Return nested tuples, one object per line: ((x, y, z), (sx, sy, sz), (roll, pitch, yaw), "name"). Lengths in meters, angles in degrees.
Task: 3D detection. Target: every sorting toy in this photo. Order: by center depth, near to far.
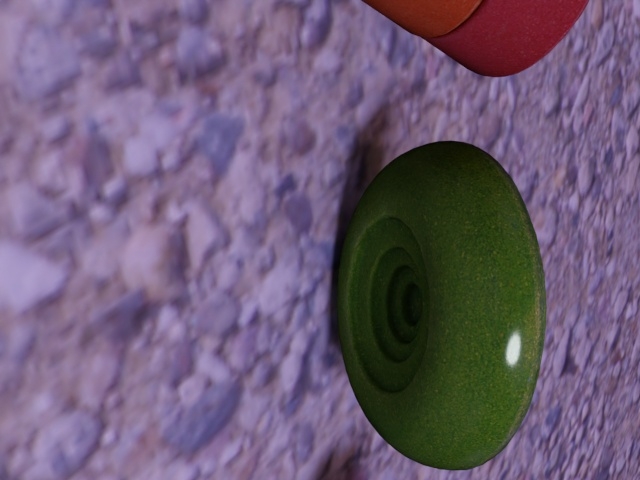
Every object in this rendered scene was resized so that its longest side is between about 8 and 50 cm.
((0.000, 0.000, 0.344), (0.126, 0.127, 0.366), (1, 104, -24), "sorting toy")
